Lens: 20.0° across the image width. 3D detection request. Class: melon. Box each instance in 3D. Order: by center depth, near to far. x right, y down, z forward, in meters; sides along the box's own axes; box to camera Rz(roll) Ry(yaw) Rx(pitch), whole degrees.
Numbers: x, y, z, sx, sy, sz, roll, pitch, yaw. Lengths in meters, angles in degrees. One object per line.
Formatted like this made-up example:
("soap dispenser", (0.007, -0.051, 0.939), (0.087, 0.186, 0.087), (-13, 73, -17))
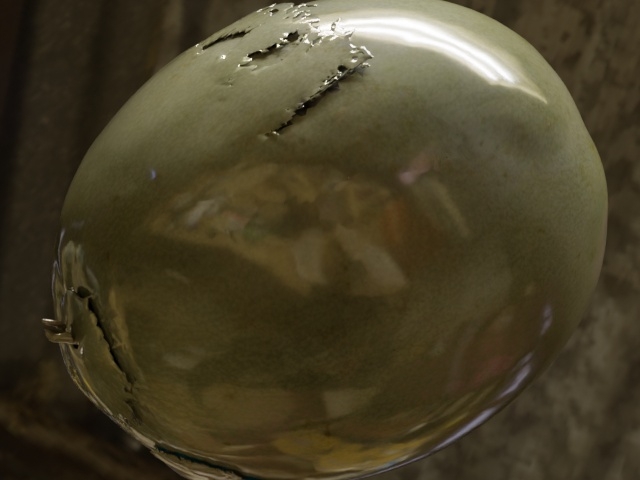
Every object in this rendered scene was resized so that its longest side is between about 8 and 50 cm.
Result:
("melon", (0.000, 0.000, 1.008), (0.268, 0.330, 0.268), (50, -27, 38))
